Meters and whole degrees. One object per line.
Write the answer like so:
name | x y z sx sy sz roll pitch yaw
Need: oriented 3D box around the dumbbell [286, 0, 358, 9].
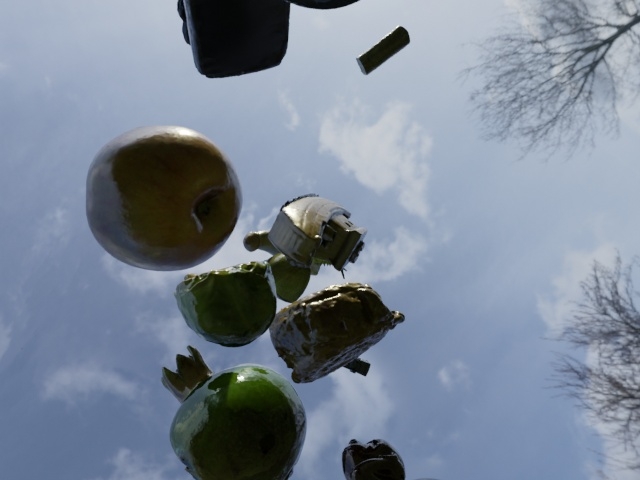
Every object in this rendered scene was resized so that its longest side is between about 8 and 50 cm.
dumbbell | 0.016 -0.438 0.497 0.179 0.179 0.406 20 -113 -28

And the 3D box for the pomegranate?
pomegranate | -0.175 0.351 0.958 0.358 0.310 0.216 43 -90 19

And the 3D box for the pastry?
pastry | 0.022 0.165 0.866 0.132 0.235 0.240 57 -166 21

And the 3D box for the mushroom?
mushroom | -0.121 0.025 1.422 0.270 0.118 0.103 20 -67 -26

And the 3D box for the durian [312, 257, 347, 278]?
durian | 0.000 0.000 1.111 0.086 0.100 0.215 -41 -62 -48

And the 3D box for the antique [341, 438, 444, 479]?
antique | 0.142 0.418 0.718 0.143 0.256 0.121 -28 -44 -54

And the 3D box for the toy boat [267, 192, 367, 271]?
toy boat | 0.008 -0.008 0.693 0.121 0.321 0.089 32 -79 5

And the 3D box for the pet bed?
pet bed | -0.145 -0.403 0.740 0.183 0.211 0.159 -16 -114 -13

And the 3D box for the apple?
apple | -0.394 -0.107 1.176 0.400 0.333 0.400 -10 -75 -43

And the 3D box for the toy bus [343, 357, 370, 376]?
toy bus | 0.066 0.354 1.353 0.166 0.065 0.047 24 -96 -1

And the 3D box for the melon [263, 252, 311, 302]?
melon | -0.099 0.089 1.304 0.160 0.128 0.079 59 -168 25

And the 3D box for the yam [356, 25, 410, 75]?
yam | 0.190 -0.579 1.378 0.169 0.068 0.068 -35 -79 5

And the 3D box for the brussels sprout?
brussels sprout | -0.139 0.102 0.686 0.151 0.149 0.122 -10 -103 -13
